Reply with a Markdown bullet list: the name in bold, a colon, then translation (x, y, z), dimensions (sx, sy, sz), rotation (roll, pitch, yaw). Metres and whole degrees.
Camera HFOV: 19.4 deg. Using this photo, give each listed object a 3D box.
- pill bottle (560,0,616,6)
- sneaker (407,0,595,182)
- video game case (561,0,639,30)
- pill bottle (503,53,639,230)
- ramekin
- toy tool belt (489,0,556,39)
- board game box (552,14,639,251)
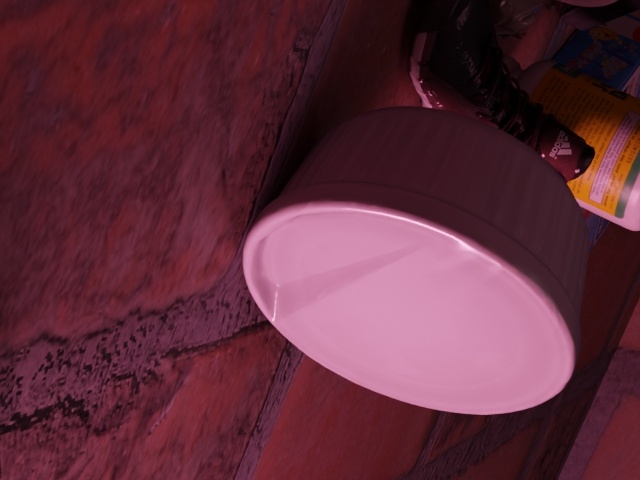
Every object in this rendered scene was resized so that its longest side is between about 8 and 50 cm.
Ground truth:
- **pill bottle**: translation (0.274, -0.350, 1.628), dimensions (0.283, 0.161, 0.161), rotation (-56, 161, -24)
- **sneaker**: translation (0.170, -0.124, 1.647), dimensions (0.106, 0.162, 0.281), rotation (-57, 161, -20)
- **video game case**: translation (0.340, -0.339, 1.869), dimensions (0.248, 0.035, 0.275), rotation (-63, -173, -3)
- **pill bottle**: translation (0.238, -0.102, 1.792), dimensions (0.117, 0.208, 0.117), rotation (-52, 159, -30)
- **ramekin**: translation (0.085, 0.010, 1.459), dimensions (0.273, 0.273, 0.127), rotation (87, 22, -56)
- **toy tool belt**: translation (0.180, -0.215, 1.754), dimensions (0.051, 0.052, 0.083), rotation (-38, 180, 41)
- **board game box**: translation (0.263, -0.061, 2.119), dimensions (0.302, 0.086, 0.308), rotation (-49, 157, -37)
